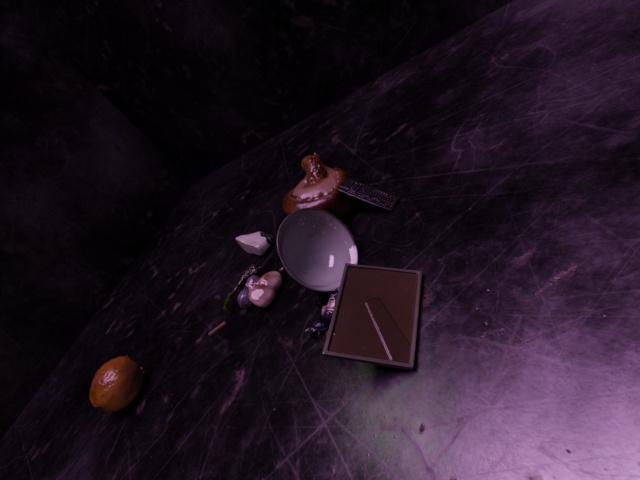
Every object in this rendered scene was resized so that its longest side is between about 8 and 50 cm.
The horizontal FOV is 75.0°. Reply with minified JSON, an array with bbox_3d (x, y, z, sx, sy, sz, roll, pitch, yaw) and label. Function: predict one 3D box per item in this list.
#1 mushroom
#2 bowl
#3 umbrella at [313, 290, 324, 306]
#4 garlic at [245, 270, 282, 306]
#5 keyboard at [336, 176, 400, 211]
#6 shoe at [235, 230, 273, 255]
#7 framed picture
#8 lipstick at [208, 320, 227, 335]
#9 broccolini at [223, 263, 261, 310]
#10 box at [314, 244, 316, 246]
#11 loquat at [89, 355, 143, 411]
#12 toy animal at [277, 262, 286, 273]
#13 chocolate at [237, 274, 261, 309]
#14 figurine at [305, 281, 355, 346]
[{"bbox_3d":[-0.018,-0.217,1.815,0.346,0.259,0.345,-20,29,12],"label":"mushroom"},{"bbox_3d":[-0.032,0.055,1.496,0.146,0.314,0.313,-44,16,55],"label":"bowl"},{"bbox_3d":[-0.011,0.177,1.505,0.037,0.040,0.143,-11,38,1],"label":"umbrella"},{"bbox_3d":[-0.225,0.194,1.698,0.124,0.099,0.174,9,54,37],"label":"garlic"},{"bbox_3d":[0.185,-0.184,1.643,0.251,0.017,0.087,26,62,24],"label":"keyboard"},{"bbox_3d":[-0.328,0.004,2.094,0.110,0.095,0.265,-46,34,-19],"label":"shoe"},{"bbox_3d":[0.155,0.198,1.171,0.241,0.020,0.324,5,47,12],"label":"framed picture"},{"bbox_3d":[-0.441,0.378,1.788,0.094,0.019,0.019,-37,29,9],"label":"lipstick"},{"bbox_3d":[-0.343,0.206,1.857,0.123,0.062,0.271,-33,21,48],"label":"broccolini"},{"bbox_3d":[0.000,0.000,1.662,0.093,0.124,0.172,8,57,43],"label":"box"},{"bbox_3d":[-0.896,0.629,1.829,0.238,0.193,0.238,-37,21,17],"label":"loquat"},{"bbox_3d":[-0.124,0.105,1.742,0.136,0.047,0.065,-32,25,21],"label":"toy animal"},{"bbox_3d":[-0.301,0.219,1.779,0.072,0.072,0.166,-15,36,41],"label":"chocolate"},{"bbox_3d":[0.067,0.229,1.258,0.222,0.145,0.145,-51,29,-4],"label":"figurine"}]
